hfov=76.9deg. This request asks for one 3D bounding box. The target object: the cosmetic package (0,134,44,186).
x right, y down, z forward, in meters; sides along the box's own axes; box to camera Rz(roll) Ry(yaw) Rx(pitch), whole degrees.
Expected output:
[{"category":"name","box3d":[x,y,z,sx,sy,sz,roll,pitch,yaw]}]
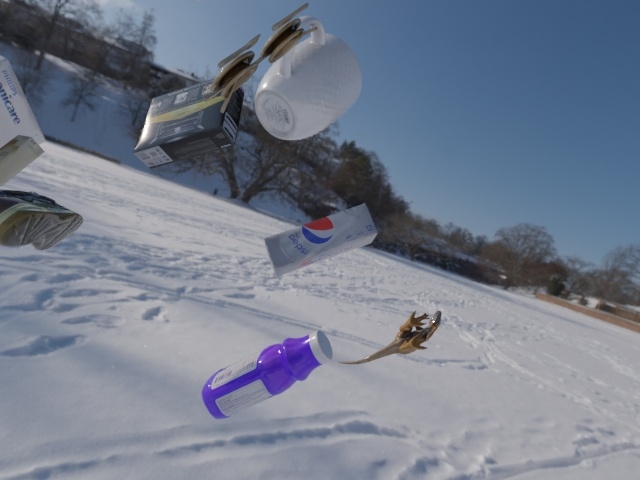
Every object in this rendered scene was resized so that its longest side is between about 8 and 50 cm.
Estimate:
[{"category":"cosmetic package","box3d":[-0.649,-0.168,0.842,0.060,0.115,0.041,13,-35,27]}]

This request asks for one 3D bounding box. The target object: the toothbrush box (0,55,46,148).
[{"category":"toothbrush box","box3d":[-0.813,-0.341,0.911,0.295,0.126,0.216,29,-38,11]}]

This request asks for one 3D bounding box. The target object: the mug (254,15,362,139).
[{"category":"mug","box3d":[-0.054,-0.524,1.313,0.276,0.328,0.374,26,-37,19]}]

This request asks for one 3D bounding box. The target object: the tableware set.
[{"category":"tableware set","box3d":[-0.090,-0.281,0.633,0.039,0.194,0.128,49,-22,-13]}]

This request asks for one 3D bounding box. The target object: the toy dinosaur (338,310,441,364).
[{"category":"toy dinosaur","box3d":[0.144,0.183,0.711,0.211,0.064,0.112,-19,-28,-16]}]

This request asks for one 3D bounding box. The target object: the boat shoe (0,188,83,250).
[{"category":"boat shoe","box3d":[-0.412,-0.036,0.577,0.073,0.080,0.223,47,-11,-10]}]

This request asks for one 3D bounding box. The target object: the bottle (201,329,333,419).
[{"category":"bottle","box3d":[-0.110,0.277,0.849,0.092,0.282,0.118,61,13,-3]}]

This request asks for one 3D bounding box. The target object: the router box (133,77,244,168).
[{"category":"router box","box3d":[-0.396,-0.366,1.232,0.308,0.243,0.081,-9,-33,18]}]

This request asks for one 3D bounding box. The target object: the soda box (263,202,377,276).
[{"category":"soda box","box3d":[0.000,0.000,1.065,0.286,0.091,0.098,-19,-14,-8]}]
